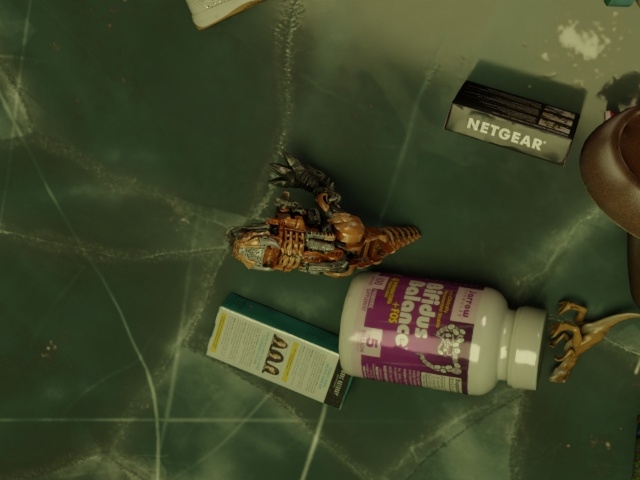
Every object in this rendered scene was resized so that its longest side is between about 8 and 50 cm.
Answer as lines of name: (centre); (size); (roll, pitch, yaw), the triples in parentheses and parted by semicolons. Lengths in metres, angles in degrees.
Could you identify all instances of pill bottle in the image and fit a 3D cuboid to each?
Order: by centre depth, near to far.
pill bottle: (0.191, 0.146, 2.014); (0.301, 0.169, 0.169); (7, 113, 13)

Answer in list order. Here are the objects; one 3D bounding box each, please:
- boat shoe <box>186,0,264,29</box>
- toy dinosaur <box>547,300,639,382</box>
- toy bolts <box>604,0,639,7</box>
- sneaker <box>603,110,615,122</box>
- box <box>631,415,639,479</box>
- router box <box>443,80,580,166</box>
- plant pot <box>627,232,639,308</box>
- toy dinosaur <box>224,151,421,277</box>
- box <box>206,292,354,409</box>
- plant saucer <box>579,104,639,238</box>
boat shoe: (-0.088, -0.402, 1.913); (0.277, 0.098, 0.096); (-22, 105, 24)
toy dinosaur: (0.417, 0.138, 2.016); (0.112, 0.064, 0.211); (32, 128, -18)
toy bolts: (0.431, -0.389, 1.723); (0.158, 0.218, 0.228); (24, 134, -1)
sneaker: (0.449, -0.137, 1.893); (0.067, 0.042, 0.118); (-8, 116, 23)
box: (0.616, 0.361, 1.910); (0.279, 0.290, 0.177); (-19, 105, 23)
router box: (0.276, -0.170, 1.881); (0.179, 0.133, 0.046); (18, 115, 9)
plant pot: (0.520, 0.000, 1.855); (0.215, 0.215, 0.230); (18, 133, 9)
toy dinosaur: (0.000, 0.000, 1.967); (0.322, 0.218, 0.164); (23, 103, -39)
box: (-0.058, 0.181, 2.162); (0.244, 0.060, 0.100); (22, 116, 7)
plant saucer: (0.504, -0.097, 1.746); (0.310, 0.310, 0.050); (15, 135, 10)
